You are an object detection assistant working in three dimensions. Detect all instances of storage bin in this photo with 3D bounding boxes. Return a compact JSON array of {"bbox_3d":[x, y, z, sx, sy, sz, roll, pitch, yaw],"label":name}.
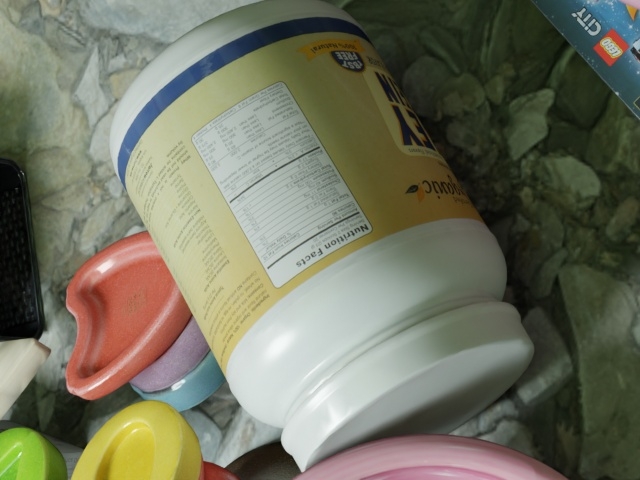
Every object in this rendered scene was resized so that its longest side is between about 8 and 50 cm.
[{"bbox_3d":[-0.335,0.015,1.488,0.084,0.122,0.180,-15,77,30],"label":"storage bin"}]

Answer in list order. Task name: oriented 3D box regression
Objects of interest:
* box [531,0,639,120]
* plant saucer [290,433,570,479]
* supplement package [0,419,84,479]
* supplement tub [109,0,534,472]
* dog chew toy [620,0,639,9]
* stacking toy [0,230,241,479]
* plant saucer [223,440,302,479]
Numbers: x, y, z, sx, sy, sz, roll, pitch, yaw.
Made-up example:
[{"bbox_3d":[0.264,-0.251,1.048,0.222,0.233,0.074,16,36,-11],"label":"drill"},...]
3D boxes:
[{"bbox_3d":[0.263,-0.179,1.177,0.159,0.044,0.233,-46,64,20],"label":"box"},{"bbox_3d":[0.075,0.301,1.148,0.332,0.084,0.332,0,91,-3],"label":"plant saucer"},{"bbox_3d":[-0.301,0.262,1.451,0.105,0.105,0.179,16,94,30],"label":"supplement package"},{"bbox_3d":[0.000,0.000,1.216,0.228,0.228,0.316,-40,66,23],"label":"supplement tub"},{"bbox_3d":[0.320,-0.265,1.033,0.331,0.206,0.207,-12,78,8],"label":"dog chew toy"},{"bbox_3d":[-0.168,0.165,1.331,0.279,0.130,0.309,-28,42,29],"label":"stacking toy"},{"bbox_3d":[-0.033,0.316,1.286,0.310,0.050,0.311,-5,83,40],"label":"plant saucer"}]
